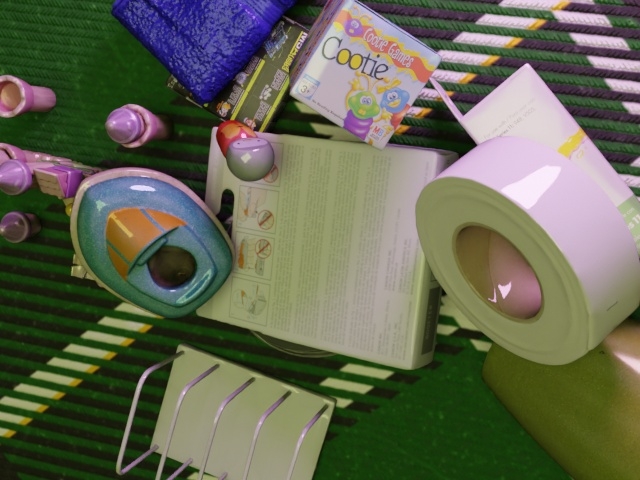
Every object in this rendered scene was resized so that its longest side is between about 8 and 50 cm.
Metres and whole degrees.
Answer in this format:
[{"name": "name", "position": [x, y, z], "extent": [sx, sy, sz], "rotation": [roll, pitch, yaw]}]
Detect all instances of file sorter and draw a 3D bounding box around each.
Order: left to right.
[{"name": "file sorter", "position": [-0.147, 0.311, 1.432], "extent": [0.277, 0.173, 0.193], "rotation": [18, 101, 11]}]

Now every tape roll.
[{"name": "tape roll", "position": [0.252, 0.016, 1.143], "extent": [0.100, 0.286, 0.286], "rotation": [-36, 86, -24]}]

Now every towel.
[{"name": "towel", "position": [-0.155, -0.385, 1.361], "extent": [0.227, 0.076, 0.308], "rotation": [45, 106, 9]}]

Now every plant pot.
[{"name": "plant pot", "position": [0.381, 0.210, 1.261], "extent": [0.293, 0.275, 0.275], "rotation": [29, 102, 25]}]

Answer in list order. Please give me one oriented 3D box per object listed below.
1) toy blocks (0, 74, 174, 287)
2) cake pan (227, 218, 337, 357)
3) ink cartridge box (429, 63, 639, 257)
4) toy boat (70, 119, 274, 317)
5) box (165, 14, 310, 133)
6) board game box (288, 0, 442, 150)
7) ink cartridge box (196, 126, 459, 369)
[{"name": "toy blocks", "position": [-0.412, -0.079, 1.411], "extent": [0.288, 0.260, 0.309], "rotation": [14, 99, 12]}, {"name": "cake pan", "position": [-0.024, 0.044, 1.433], "extent": [0.293, 0.054, 0.293], "rotation": [2, 97, 14]}, {"name": "ink cartridge box", "position": [0.303, -0.118, 1.253], "extent": [0.119, 0.207, 0.353], "rotation": [-39, 86, 13]}, {"name": "toy boat", "position": [-0.197, -0.039, 1.308], "extent": [0.318, 0.148, 0.267], "rotation": [-48, 121, 4]}, {"name": "box", "position": [-0.121, -0.279, 1.429], "extent": [0.184, 0.045, 0.191], "rotation": [31, 101, 7]}, {"name": "board game box", "position": [0.050, -0.241, 1.254], "extent": [0.144, 0.275, 0.142], "rotation": [31, 103, -10]}, {"name": "ink cartridge box", "position": [0.000, 0.000, 1.370], "extent": [0.385, 0.091, 0.308], "rotation": [11, 99, 30]}]
